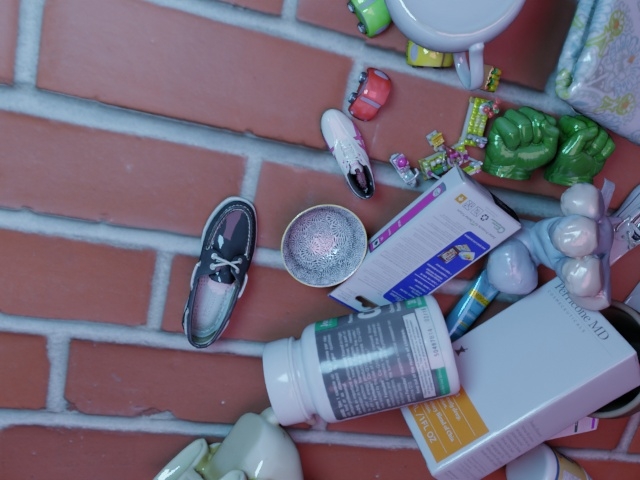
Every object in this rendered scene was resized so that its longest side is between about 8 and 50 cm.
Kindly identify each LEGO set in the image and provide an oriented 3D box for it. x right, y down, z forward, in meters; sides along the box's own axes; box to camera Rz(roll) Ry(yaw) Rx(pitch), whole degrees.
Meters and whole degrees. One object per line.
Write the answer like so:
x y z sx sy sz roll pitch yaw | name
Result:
0.279 -0.201 1.096 0.287 0.107 0.132 -45 113 6 | LEGO set

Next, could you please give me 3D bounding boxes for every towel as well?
0.596 -0.393 1.058 0.320 0.090 0.375 14 95 -31 | towel

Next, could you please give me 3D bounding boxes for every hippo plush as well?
0.445 -0.008 1.133 0.234 0.236 0.294 55 47 -36 | hippo plush

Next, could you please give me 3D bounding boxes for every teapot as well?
0.219 -0.422 0.941 0.252 0.187 0.256 28 99 0 | teapot

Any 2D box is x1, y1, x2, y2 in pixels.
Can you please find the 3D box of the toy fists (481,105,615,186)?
0.467 -0.190 1.149 0.278 0.096 0.142 5 109 -13 | toy fists

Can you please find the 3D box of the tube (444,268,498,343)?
0.327 0.163 1.275 0.080 0.052 0.207 34 96 -38 | tube

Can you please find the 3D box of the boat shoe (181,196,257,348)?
-0.190 0.067 1.095 0.114 0.091 0.303 11 107 -17 | boat shoe

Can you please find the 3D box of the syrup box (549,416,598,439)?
0.552 0.423 1.391 0.236 0.093 0.097 -7 111 -10 | syrup box

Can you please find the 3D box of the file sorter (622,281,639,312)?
0.895 0.125 1.311 0.173 0.193 0.278 29 101 -24 | file sorter

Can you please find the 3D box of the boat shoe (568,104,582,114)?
0.533 -0.349 1.122 0.075 0.065 0.206 -9 111 -9 | boat shoe

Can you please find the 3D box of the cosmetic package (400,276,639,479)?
0.399 0.303 1.199 0.453 0.230 0.161 -35 134 6 | cosmetic package

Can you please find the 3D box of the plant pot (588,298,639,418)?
0.683 0.279 1.311 0.229 0.263 0.263 17 106 -37 | plant pot

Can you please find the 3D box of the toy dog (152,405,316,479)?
-0.115 0.596 1.238 0.395 0.284 0.408 -48 116 -33 | toy dog

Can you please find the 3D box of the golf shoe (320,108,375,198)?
0.060 -0.164 1.072 0.067 0.086 0.186 -29 112 0 | golf shoe

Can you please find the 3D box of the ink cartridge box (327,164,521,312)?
0.196 0.027 1.136 0.175 0.069 0.371 31 120 -29 | ink cartridge box

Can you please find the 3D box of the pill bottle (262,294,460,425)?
0.080 0.248 1.143 0.360 0.204 0.204 -15 113 4 | pill bottle

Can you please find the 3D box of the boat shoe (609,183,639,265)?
0.689 -0.025 1.269 0.083 0.076 0.226 23 103 -19 | boat shoe

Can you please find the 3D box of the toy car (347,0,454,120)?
0.119 -0.363 1.030 0.239 0.053 0.225 -33 113 0 | toy car

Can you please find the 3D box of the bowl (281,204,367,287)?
0.000 0.000 1.120 0.170 0.080 0.170 -4 110 -12 | bowl

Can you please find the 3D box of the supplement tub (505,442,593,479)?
0.587 0.609 1.440 0.199 0.144 0.144 33 100 -22 | supplement tub
